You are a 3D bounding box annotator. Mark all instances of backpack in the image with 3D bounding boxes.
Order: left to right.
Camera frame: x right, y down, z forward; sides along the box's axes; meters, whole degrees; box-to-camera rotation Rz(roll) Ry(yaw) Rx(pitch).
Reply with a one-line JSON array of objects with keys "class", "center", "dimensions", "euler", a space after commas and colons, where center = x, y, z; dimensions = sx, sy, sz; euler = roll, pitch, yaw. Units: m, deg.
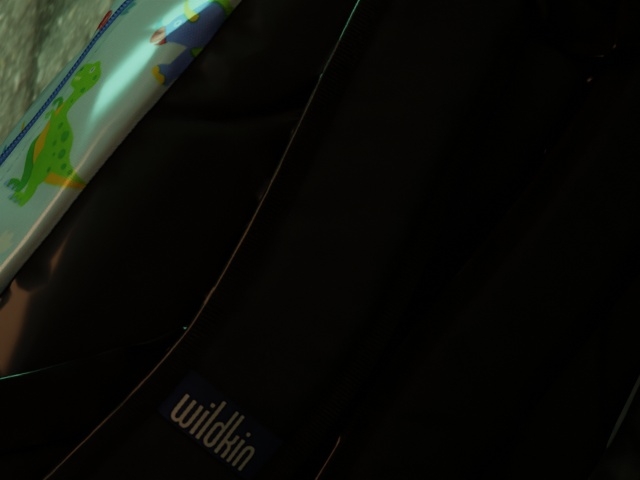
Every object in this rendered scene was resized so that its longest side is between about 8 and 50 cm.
[{"class": "backpack", "center": [0.000, 0.000, 0.758], "dimensions": [0.355, 0.290, 0.273], "euler": [-55, 20, 7]}]
